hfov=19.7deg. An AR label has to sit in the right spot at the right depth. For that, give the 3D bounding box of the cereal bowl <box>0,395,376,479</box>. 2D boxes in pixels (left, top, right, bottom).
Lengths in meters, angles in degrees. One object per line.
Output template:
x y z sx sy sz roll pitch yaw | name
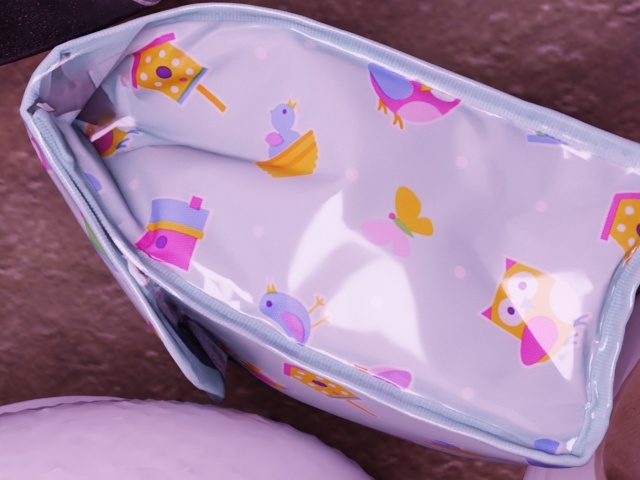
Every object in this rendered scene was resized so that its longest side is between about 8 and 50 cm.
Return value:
-0.115 0.171 0.846 0.339 0.141 0.339 -9 146 -6 | cereal bowl

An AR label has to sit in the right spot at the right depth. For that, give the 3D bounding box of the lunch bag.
0.000 0.000 0.794 0.262 0.223 0.160 19 84 1 | lunch bag

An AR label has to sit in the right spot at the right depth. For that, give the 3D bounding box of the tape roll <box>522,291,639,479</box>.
0.229 0.114 0.833 0.169 0.246 0.246 39 117 -15 | tape roll

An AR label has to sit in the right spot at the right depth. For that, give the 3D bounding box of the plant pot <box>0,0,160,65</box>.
-0.190 -0.162 0.733 0.188 0.187 0.167 17 146 -40 | plant pot
